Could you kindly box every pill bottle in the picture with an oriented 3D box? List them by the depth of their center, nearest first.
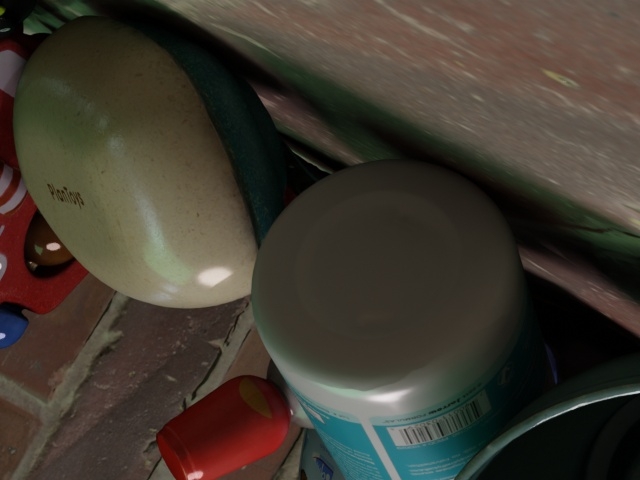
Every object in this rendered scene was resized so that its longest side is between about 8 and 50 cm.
[{"bbox_3d":[0.061,0.078,0.922,0.146,0.146,0.264,28,160,28],"label":"pill bottle"}]

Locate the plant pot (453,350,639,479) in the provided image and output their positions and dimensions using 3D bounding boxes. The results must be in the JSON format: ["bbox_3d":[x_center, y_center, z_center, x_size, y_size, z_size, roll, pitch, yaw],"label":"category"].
[{"bbox_3d":[0.211,0.179,0.846,0.293,0.293,0.196,29,-158,8],"label":"plant pot"}]

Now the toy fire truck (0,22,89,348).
[{"bbox_3d":[-0.240,-0.043,1.236,0.169,0.254,0.302,29,176,23],"label":"toy fire truck"}]

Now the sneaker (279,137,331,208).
[{"bbox_3d":[0.000,0.000,1.146,0.262,0.104,0.125,28,178,29],"label":"sneaker"}]

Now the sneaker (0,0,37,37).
[{"bbox_3d":[-0.221,-0.168,0.959,0.097,0.084,0.235,6,-179,-9],"label":"sneaker"}]

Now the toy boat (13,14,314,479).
[{"bbox_3d":[-0.077,0.000,1.003,0.267,0.148,0.318,21,135,60],"label":"toy boat"}]

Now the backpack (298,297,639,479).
[{"bbox_3d":[0.111,0.177,1.187,0.213,0.263,0.276,-1,-167,-27],"label":"backpack"}]
